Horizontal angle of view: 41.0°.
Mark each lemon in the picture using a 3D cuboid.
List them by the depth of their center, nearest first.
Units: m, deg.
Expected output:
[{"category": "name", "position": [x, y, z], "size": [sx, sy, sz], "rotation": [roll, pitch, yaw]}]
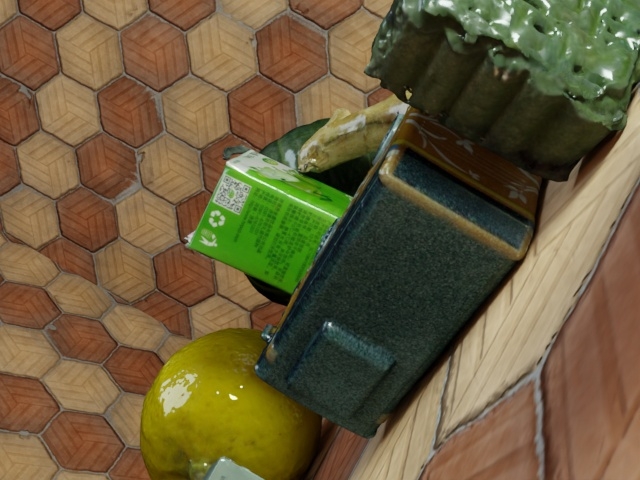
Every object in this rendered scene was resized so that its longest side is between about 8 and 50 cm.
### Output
[{"category": "lemon", "position": [-0.117, 0.243, 1.162], "size": [0.245, 0.245, 0.320], "rotation": [-61, -2, 15]}]

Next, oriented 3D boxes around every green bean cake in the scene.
[{"category": "green bean cake", "position": [0.141, -0.156, 0.594], "size": [0.181, 0.173, 0.094], "rotation": [-59, 1, -31]}]

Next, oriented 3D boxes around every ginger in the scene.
[{"category": "ginger", "position": [0.125, -0.134, 0.928], "size": [0.081, 0.333, 0.148], "rotation": [1, -100, -59]}]

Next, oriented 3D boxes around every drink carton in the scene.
[{"category": "drink carton", "position": [0.000, 0.000, 0.944], "size": [0.161, 0.271, 0.108], "rotation": [-63, -3, -77]}]

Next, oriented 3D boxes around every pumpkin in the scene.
[{"category": "pumpkin", "position": [0.019, -0.037, 1.160], "size": [0.300, 0.207, 0.300], "rotation": [-18, -33, -13]}]

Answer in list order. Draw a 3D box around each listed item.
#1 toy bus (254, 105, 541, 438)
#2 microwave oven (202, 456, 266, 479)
[{"category": "toy bus", "position": [0.062, 0.028, 0.730], "size": [0.275, 0.138, 0.167], "rotation": [-58, 3, 39]}, {"category": "microwave oven", "position": [-0.076, 0.281, 0.624], "size": [0.208, 0.122, 0.162], "rotation": [-60, -1, -20]}]
